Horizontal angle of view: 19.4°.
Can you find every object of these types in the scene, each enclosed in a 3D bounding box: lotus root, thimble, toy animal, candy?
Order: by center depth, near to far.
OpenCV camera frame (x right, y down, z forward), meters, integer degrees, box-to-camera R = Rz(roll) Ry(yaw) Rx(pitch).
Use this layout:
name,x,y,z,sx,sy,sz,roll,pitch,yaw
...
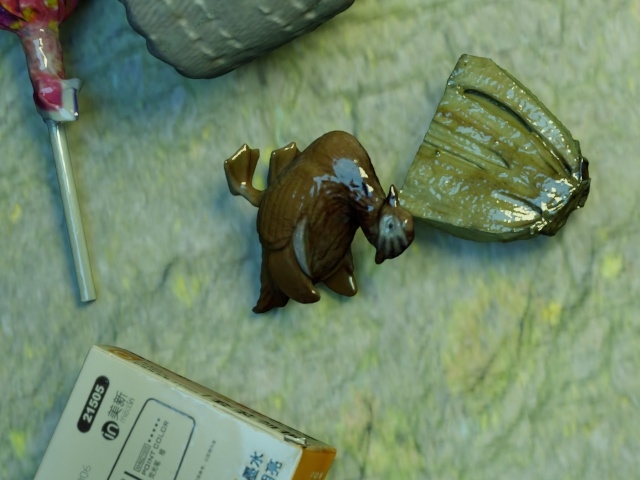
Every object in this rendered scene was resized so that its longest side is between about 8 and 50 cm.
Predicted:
name,x,y,z,sx,sy,sz,roll,pitch,yaw
lotus root,0.145,-0.055,1.500,0.144,0.070,0.143,32,89,22
thimble,-0.068,-0.241,1.502,0.172,0.236,0.205,-20,73,15
toy animal,0.000,0.000,1.523,0.179,0.089,0.188,37,122,36
candy,-0.239,-0.126,1.631,0.124,0.124,0.365,-10,90,17

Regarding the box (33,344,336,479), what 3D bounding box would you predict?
name,x,y,z,sx,sy,sz,roll,pitch,yaw
box,-0.139,0.251,1.554,0.221,0.091,0.273,22,91,20
